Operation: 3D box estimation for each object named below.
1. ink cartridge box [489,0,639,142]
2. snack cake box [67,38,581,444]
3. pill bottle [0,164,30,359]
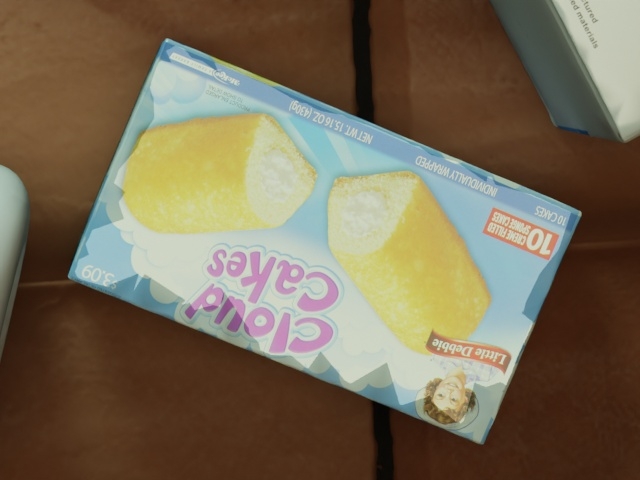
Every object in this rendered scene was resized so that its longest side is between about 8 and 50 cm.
[{"bbox_3d":[0.216,-0.186,1.126,0.233,0.171,0.168,-29,97,-2],"label":"ink cartridge box"},{"bbox_3d":[0.000,0.000,1.165,0.264,0.089,0.152,22,92,-7],"label":"snack cake box"},{"bbox_3d":[-0.333,0.014,1.089,0.323,0.181,0.181,12,94,-6],"label":"pill bottle"}]
